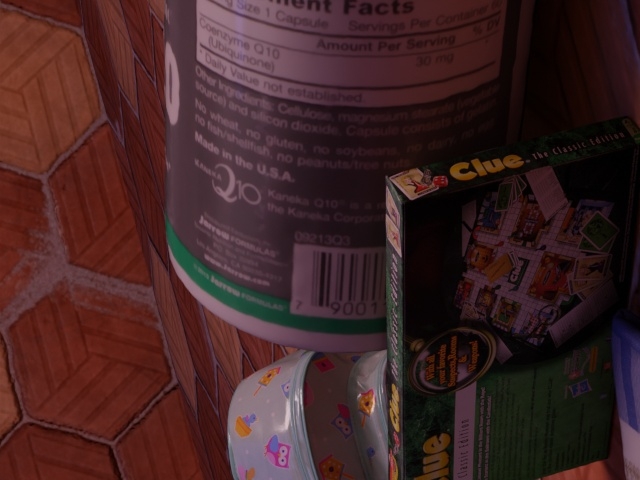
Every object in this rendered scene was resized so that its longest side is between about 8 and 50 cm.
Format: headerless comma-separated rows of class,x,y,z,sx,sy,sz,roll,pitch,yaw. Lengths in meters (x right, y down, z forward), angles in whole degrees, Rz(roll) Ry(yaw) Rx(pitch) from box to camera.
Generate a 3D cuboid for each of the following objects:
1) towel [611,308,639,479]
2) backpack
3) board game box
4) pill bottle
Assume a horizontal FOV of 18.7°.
towel,0.210,0.192,0.992,0.209,0.034,0.285,-139,38,-73
backpack,0.029,0.147,1.389,0.144,0.188,0.166,-19,84,44
board game box,0.102,0.049,1.067,0.260,0.136,0.030,89,160,-45
pill bottle,0.016,-0.136,1.045,0.204,0.204,0.361,-119,26,-50
